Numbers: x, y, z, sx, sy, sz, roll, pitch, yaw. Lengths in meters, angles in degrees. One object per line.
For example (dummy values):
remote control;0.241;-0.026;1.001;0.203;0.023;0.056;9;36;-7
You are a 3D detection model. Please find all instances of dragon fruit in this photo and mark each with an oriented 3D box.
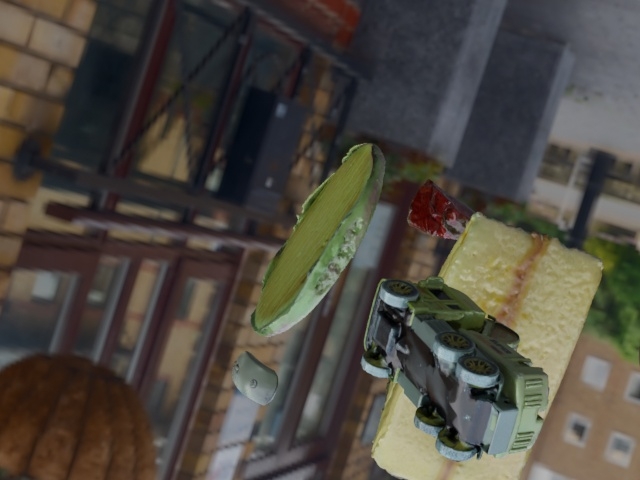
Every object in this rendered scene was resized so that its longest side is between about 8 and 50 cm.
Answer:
dragon fruit;0.170;-0.038;1.715;0.097;0.063;0.131;-1;-165;-8

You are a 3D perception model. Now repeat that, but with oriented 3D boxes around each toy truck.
toy truck;0.123;0.103;1.103;0.116;0.085;0.191;0;-155;-28

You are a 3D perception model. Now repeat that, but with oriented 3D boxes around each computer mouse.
computer mouse;-0.105;0.199;1.944;0.032;0.056;0.110;19;-170;-40

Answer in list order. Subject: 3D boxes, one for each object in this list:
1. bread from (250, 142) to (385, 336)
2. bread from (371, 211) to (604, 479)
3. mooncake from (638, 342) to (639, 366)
bread;-0.002;0.001;1.760;0.045;0.301;0.301;33;179;-13
bread;0.170;0.130;1.379;0.167;0.264;0.163;19;-139;1
mooncake;0.710;0.203;2.213;0.174;0.334;0.326;6;-127;-48
